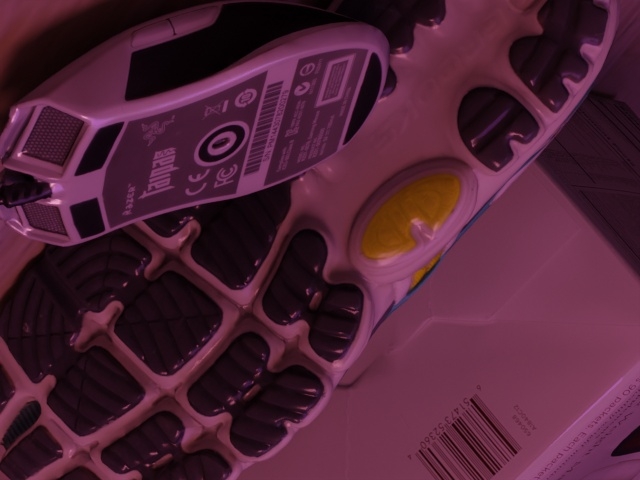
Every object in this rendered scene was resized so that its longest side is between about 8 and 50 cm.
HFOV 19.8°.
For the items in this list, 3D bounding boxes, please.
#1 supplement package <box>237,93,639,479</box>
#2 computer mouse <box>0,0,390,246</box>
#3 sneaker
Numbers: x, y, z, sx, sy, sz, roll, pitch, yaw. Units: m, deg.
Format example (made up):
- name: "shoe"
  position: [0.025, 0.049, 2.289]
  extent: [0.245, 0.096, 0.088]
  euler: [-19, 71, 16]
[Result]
- name: "supplement package"
  position: [0.077, 0.047, 0.801]
  extent: [0.194, 0.149, 0.203]
  euler: [-47, 157, 21]
- name: "computer mouse"
  position: [-0.067, -0.032, 0.544]
  extent: [0.193, 0.042, 0.106]
  euler: [-19, 148, -29]
- name: "sneaker"
  position: [0.000, 0.000, 0.649]
  extent: [0.275, 0.107, 0.110]
  euler: [-40, 169, 3]
